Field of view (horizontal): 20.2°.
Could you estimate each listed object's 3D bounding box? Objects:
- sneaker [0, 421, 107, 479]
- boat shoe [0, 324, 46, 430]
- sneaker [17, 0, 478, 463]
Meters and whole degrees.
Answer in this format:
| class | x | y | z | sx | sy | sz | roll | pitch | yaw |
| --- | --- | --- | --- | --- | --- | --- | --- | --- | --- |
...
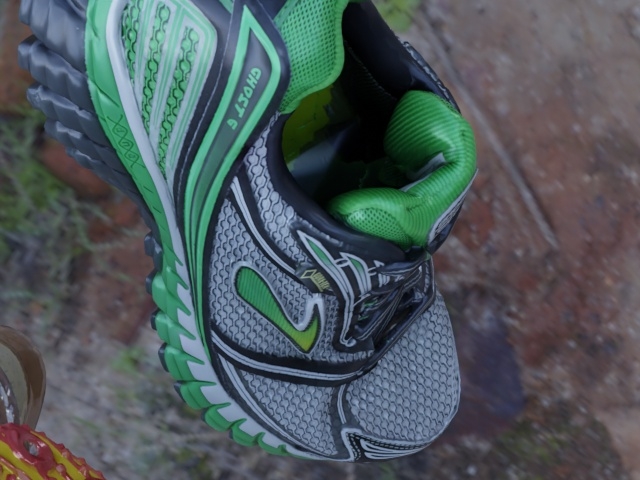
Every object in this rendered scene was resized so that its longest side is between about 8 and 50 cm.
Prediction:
| class | x | y | z | sx | sy | sz | roll | pitch | yaw |
| --- | --- | --- | --- | --- | --- | --- | --- | --- | --- |
| sneaker | -0.049 | 0.127 | 0.432 | 0.067 | 0.064 | 0.175 | -29 | 86 | 22 |
| boat shoe | -0.224 | 0.143 | 0.758 | 0.324 | 0.120 | 0.122 | -38 | 87 | 29 |
| sneaker | 0.000 | 0.000 | 0.768 | 0.146 | 0.343 | 0.134 | 16 | 62 | 30 |
